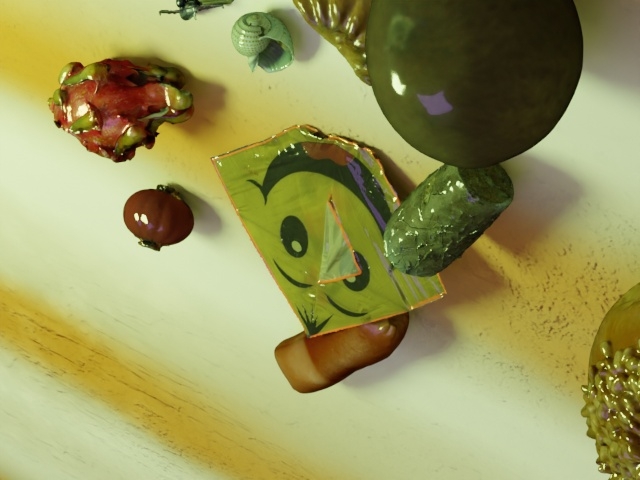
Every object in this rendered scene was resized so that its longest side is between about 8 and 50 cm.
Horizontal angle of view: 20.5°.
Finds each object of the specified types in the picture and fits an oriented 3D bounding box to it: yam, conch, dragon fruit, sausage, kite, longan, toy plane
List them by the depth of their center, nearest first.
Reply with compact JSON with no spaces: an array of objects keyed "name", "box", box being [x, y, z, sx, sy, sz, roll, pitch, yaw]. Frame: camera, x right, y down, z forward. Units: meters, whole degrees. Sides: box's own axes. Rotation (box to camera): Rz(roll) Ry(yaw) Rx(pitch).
[{"name":"longan","box":[0.149,-0.197,1.772,0.248,0.248,0.248,24,144,19]},{"name":"yam","box":[0.154,-0.037,2.071,0.107,0.107,0.183,40,143,-4]},{"name":"conch","box":[-0.065,-0.236,2.076,0.076,0.056,0.085,8,161,7]},{"name":"toy plane","box":[-0.157,-0.277,2.115,0.083,0.079,0.031,-150,54,-72]},{"name":"dragon fruit","box":[-0.249,-0.172,2.257,0.208,0.133,0.150,-2,127,28]},{"name":"kite","box":[0.001,-0.001,2.262,0.377,0.013,0.327,27,131,26]},{"name":"sausage","box":[0.028,0.140,2.412,0.089,0.083,0.300,49,147,-6]}]

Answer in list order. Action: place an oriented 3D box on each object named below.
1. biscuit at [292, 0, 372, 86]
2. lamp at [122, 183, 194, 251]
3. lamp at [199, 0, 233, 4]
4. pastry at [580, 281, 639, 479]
[{"name":"biscuit","box":[0.043,-0.230,1.981,0.183,0.061,0.118,46,143,-12]},{"name":"lamp","box":[-0.222,-0.031,2.428,0.101,0.090,0.101,20,178,1]},{"name":"lamp","box":[-0.187,-0.389,1.981,0.283,0.124,0.203,41,166,-10]},{"name":"pastry","box":[0.474,0.206,1.948,0.409,0.245,0.409,25,146,18]}]
